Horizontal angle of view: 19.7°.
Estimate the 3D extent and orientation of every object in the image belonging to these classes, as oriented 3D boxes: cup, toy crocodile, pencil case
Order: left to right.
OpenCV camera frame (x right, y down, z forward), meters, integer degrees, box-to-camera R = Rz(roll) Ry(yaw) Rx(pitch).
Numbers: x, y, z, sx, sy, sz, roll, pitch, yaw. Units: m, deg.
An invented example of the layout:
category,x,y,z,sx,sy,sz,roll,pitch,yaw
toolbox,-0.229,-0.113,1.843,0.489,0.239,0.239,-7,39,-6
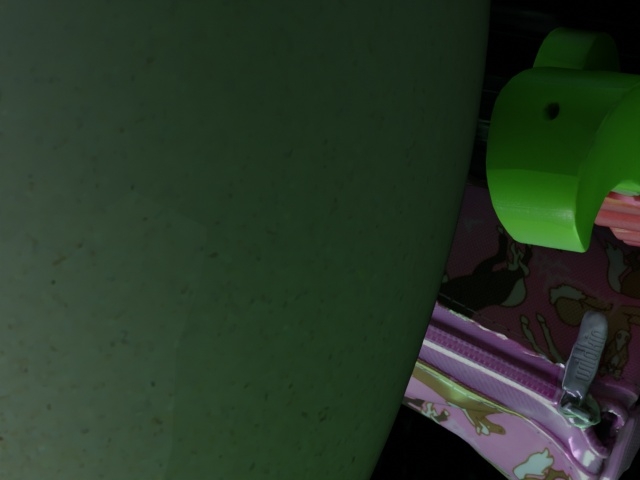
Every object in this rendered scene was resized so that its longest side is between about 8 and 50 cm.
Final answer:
category,x,y,z,sx,sy,sz,roll,pitch,yaw
cup,-0.092,0.015,0.667,0.331,0.237,0.331,-5,176,0
pencil case,0.000,0.000,0.962,0.386,0.160,0.167,27,149,-7
toy crocodile,0.178,-0.033,0.898,0.115,0.105,0.340,10,179,26
